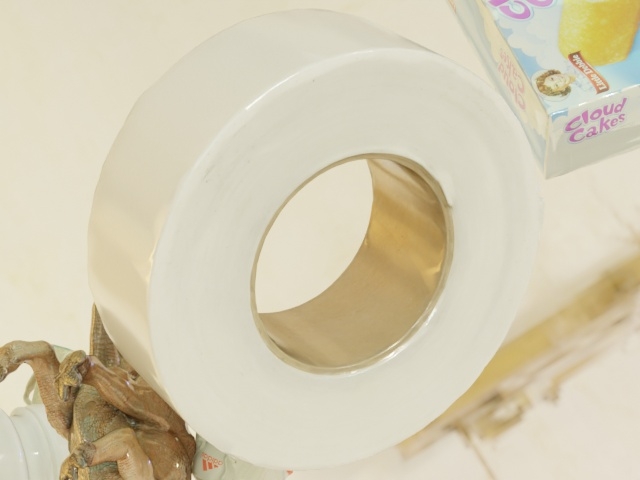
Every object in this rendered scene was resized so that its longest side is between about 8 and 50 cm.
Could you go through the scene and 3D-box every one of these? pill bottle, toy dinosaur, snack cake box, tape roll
[{"bbox_3d":[-0.325,0.209,1.527,0.229,0.131,0.131,-8,164,-33],"label":"pill bottle"},{"bbox_3d":[-0.125,0.159,1.218,0.127,0.295,0.200,-27,148,38],"label":"toy dinosaur"},{"bbox_3d":[0.212,-0.193,1.515,0.152,0.264,0.089,-18,143,-9],"label":"snack cake box"},{"bbox_3d":[0.000,0.000,1.109,0.286,0.286,0.100,-31,-147,-17],"label":"tape roll"}]

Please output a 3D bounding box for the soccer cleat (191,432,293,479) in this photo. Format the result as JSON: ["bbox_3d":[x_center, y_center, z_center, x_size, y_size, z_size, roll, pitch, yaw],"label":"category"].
[{"bbox_3d":[-0.060,0.134,1.242,0.076,0.068,0.196,-26,129,-33],"label":"soccer cleat"}]

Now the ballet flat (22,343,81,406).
[{"bbox_3d":[-0.283,0.183,1.765,0.057,0.052,0.168,4,110,-63],"label":"ballet flat"}]
